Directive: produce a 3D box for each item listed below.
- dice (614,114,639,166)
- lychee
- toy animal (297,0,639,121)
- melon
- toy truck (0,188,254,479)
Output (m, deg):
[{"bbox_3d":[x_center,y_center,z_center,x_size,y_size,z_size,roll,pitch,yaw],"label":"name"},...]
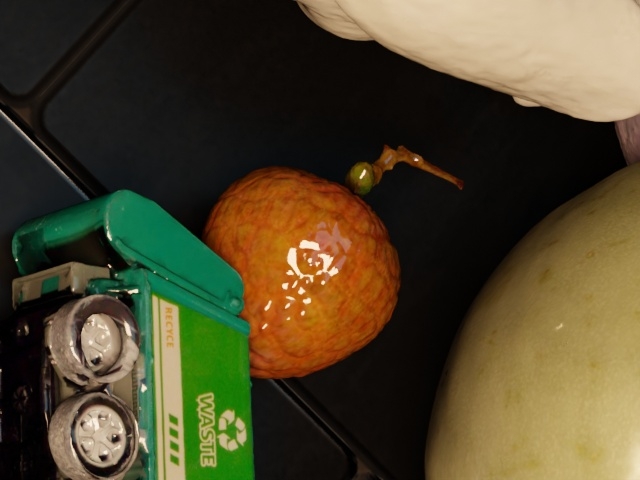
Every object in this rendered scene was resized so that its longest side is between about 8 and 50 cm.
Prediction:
[{"bbox_3d":[0.348,-0.115,1.063,0.270,0.271,0.270,34,63,-21],"label":"dice"},{"bbox_3d":[-0.006,0.003,0.919,0.114,0.101,0.140,54,47,-57],"label":"lychee"},{"bbox_3d":[0.070,-0.193,0.953,0.265,0.206,0.271,0,80,-36],"label":"toy animal"},{"bbox_3d":[0.183,0.093,0.923,0.272,0.272,0.308,27,70,-24],"label":"melon"},{"bbox_3d":[-0.098,0.108,0.832,0.124,0.114,0.253,6,75,-42],"label":"toy truck"}]
